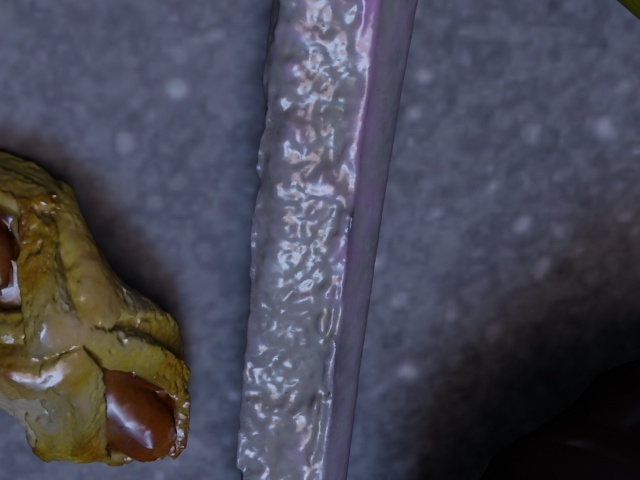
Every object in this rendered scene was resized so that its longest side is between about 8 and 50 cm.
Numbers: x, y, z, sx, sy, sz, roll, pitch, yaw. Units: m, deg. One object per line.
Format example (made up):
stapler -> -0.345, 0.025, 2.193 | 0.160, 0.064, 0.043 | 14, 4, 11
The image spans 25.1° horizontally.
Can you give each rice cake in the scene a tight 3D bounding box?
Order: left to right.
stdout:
rice cake -> -0.001, 0.000, 0.537 | 0.049, 0.055, 0.270 | 10, 111, 8

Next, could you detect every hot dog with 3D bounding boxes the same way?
hot dog -> -0.101, 0.031, 0.529 | 0.078, 0.061, 0.169 | -38, 115, 7

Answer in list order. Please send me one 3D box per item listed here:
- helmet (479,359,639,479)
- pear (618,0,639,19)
helmet -> 0.179, 0.159, 0.563 | 0.305, 0.225, 0.177 | 32, 75, -27
pear -> 0.200, -0.160, 0.388 | 0.375, 0.287, 0.287 | 18, 111, -34
